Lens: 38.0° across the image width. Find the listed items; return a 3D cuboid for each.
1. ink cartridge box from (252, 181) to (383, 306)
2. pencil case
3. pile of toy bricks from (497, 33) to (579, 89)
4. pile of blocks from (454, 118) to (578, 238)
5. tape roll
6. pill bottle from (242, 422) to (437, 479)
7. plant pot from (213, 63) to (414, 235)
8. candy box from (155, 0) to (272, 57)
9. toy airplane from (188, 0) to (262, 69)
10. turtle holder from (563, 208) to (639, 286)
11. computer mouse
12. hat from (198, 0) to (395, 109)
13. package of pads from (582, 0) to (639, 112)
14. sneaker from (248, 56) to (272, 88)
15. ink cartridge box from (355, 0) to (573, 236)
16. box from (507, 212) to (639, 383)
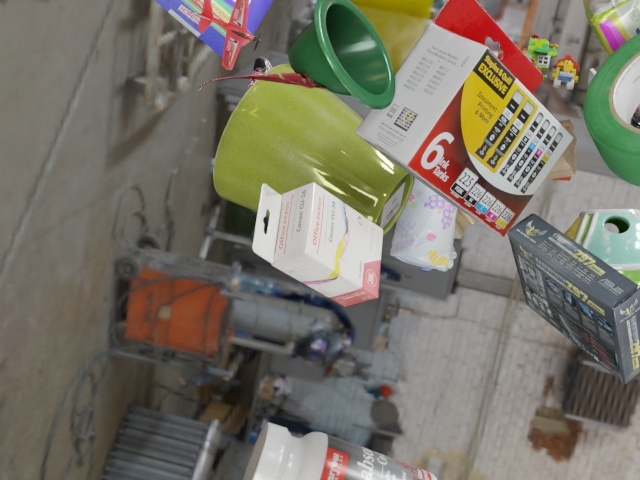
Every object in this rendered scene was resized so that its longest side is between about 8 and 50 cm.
[{"bbox_3d":[0.000,0.000,1.299,0.198,0.067,0.115,31,53,-39],"label":"ink cartridge box"},{"bbox_3d":[0.219,-0.077,1.797,0.113,0.124,0.273,22,79,-60],"label":"pencil case"},{"bbox_3d":[0.513,-0.438,2.213,0.118,0.212,0.105,57,43,-77],"label":"pile of toy bricks"},{"bbox_3d":[0.367,-0.115,1.903,0.112,0.362,0.149,50,23,-36],"label":"pile of blocks"},{"bbox_3d":[0.559,-0.216,1.385,0.077,0.321,0.321,51,42,-37],"label":"tape roll"},{"bbox_3d":[0.035,0.503,1.840,0.210,0.363,0.210,-159,-90,-84],"label":"pill bottle"},{"bbox_3d":[0.009,-0.129,1.659,0.274,0.294,0.274,-52,161,-26],"label":"plant pot"},{"bbox_3d":[-0.234,-0.633,2.172,0.122,0.268,0.317,-19,-141,51],"label":"candy box"},{"bbox_3d":[-0.175,-0.394,1.715,0.028,0.151,0.151,-46,150,-57],"label":"toy airplane"},{"bbox_3d":[0.622,0.048,2.099,0.243,0.320,0.227,4,85,-56],"label":"turtle holder"},{"bbox_3d":[0.640,-0.308,2.044,0.042,0.193,0.106,-44,-149,23],"label":"computer mouse"},{"bbox_3d":[-0.024,-0.244,1.346,0.208,0.184,0.173,42,40,-32],"label":"hat"},{"bbox_3d":[0.582,-0.370,1.735,0.229,0.101,0.296,57,22,-13],"label":"package of pads"},{"bbox_3d":[-0.135,-0.344,2.019,0.057,0.047,0.119,12,75,-57],"label":"sneaker"},{"bbox_3d":[0.250,-0.192,1.445,0.309,0.130,0.271,28,98,-47],"label":"ink cartridge box"},{"bbox_3d":[0.391,0.085,1.410,0.059,0.233,0.183,-35,132,-11],"label":"box"}]
